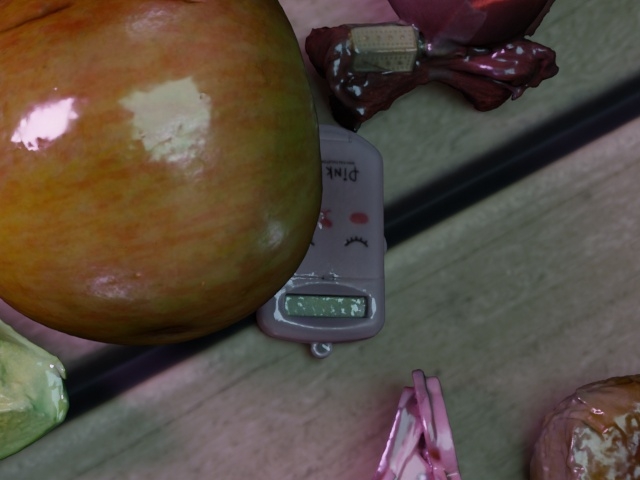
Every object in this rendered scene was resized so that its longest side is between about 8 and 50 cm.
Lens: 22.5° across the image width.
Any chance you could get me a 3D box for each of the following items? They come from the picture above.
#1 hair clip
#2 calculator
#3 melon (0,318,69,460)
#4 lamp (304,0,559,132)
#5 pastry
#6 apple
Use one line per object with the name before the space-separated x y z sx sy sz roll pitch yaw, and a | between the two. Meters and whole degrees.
hair clip | 0.088 0.174 1.156 0.102 0.123 0.138 20 78 4
calculator | 0.000 0.000 1.188 0.100 0.032 0.175 2 81 -21
melon | -0.327 0.078 1.005 0.323 0.124 0.196 17 77 -24
lamp | 0.098 -0.201 1.194 0.215 0.151 0.223 -3 85 -17
pastry | 0.256 0.192 1.222 0.192 0.093 0.182 -3 84 -17
apple | -0.128 -0.057 1.030 0.264 0.264 0.264 3 81 -20
